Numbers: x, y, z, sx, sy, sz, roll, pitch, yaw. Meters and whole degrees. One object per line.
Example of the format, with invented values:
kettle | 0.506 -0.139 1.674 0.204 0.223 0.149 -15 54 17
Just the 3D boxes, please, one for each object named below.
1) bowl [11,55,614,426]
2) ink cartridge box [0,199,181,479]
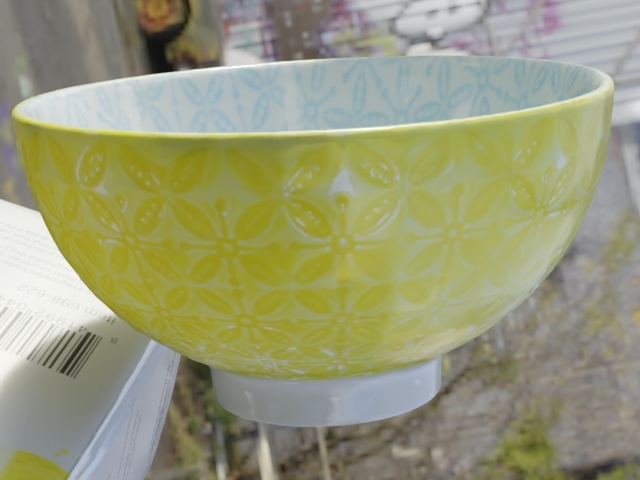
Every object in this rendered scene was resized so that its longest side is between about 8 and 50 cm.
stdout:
bowl | 0.000 0.000 0.755 0.289 0.289 0.156 -95 -179 -77
ink cartridge box | -0.261 0.122 0.764 0.384 0.279 0.160 -61 170 -59
